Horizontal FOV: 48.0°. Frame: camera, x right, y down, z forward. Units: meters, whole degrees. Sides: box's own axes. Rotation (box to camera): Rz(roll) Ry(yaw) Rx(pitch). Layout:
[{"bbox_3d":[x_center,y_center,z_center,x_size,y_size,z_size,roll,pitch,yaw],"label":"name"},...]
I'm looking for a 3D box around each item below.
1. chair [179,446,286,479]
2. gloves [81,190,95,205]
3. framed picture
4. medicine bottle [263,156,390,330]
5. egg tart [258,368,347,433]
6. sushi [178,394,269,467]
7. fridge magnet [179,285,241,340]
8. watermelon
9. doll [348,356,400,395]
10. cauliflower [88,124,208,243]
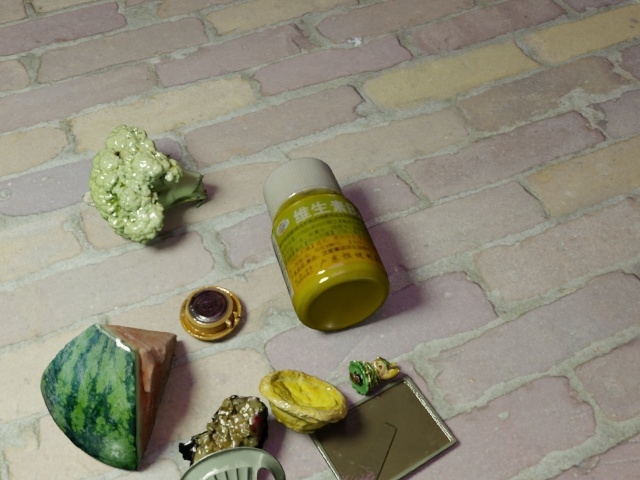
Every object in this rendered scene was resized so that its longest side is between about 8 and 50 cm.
[{"bbox_3d":[-0.134,0.521,1.252,0.203,0.191,0.275,-15,62,-12],"label":"chair"},{"bbox_3d":[-0.593,-0.112,1.882,0.080,0.037,0.044,21,89,-3],"label":"gloves"},{"bbox_3d":[0.127,0.404,1.483,0.259,0.023,0.189,-26,55,-20],"label":"framed picture"},{"bbox_3d":[0.000,0.000,1.683,0.224,0.224,0.384,-13,51,-11],"label":"medicine bottle"},{"bbox_3d":[-0.040,0.333,1.478,0.191,0.074,0.191,17,16,-5],"label":"egg tart"},{"bbox_3d":[-0.191,0.403,1.420,0.147,0.115,0.212,21,55,15],"label":"sushi"},{"bbox_3d":[-0.253,0.163,1.648,0.143,0.063,0.143,1,54,-1],"label":"fridge magnet"},{"bbox_3d":[-0.443,0.269,1.485,0.250,0.283,0.293,16,25,-6],"label":"watermelon"},{"bbox_3d":[0.115,0.297,1.558,0.113,0.077,0.078,4,12,-35],"label":"doll"},{"bbox_3d":[-0.431,-0.152,1.778,0.281,0.260,0.327,-21,75,-12],"label":"cauliflower"}]
